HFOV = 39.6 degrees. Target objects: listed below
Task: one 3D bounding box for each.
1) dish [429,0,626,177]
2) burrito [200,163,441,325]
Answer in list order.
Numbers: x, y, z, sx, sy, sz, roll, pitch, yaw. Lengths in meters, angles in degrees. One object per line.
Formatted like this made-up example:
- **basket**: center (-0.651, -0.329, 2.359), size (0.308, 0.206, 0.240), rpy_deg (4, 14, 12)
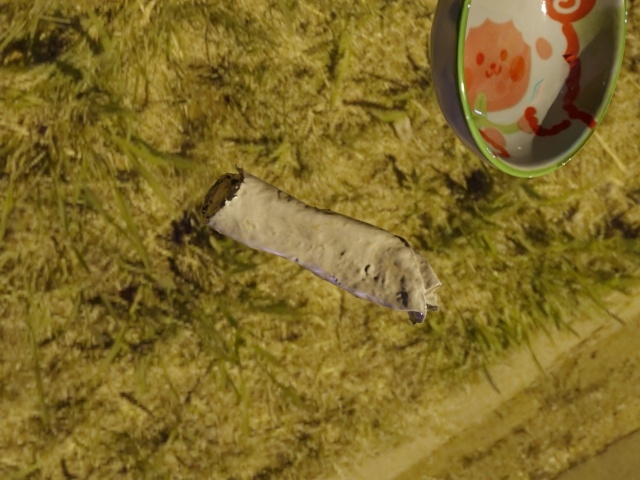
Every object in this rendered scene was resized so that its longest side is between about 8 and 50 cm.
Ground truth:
- **dish**: center (0.232, -0.245, 1.090), size (0.324, 0.124, 0.324), rpy_deg (-13, 111, -38)
- **burrito**: center (0.000, 0.000, 0.734), size (0.226, 0.087, 0.060), rpy_deg (25, 89, 5)
